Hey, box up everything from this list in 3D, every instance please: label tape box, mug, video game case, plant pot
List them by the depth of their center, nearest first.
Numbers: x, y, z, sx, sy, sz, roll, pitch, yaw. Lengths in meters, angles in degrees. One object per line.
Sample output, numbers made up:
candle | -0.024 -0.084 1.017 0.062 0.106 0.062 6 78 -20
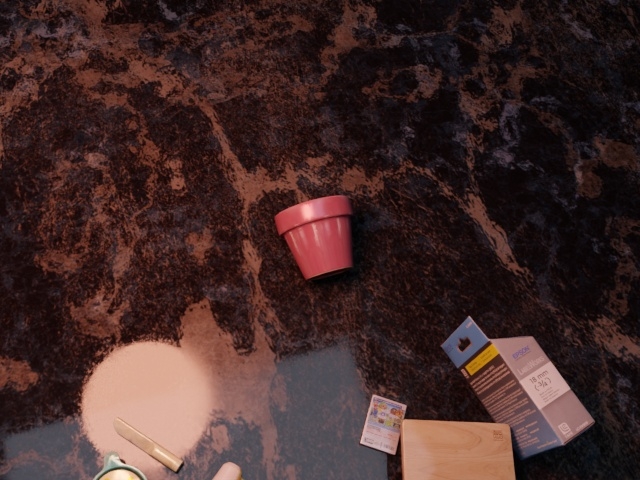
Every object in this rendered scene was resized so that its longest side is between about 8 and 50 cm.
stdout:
mug | -0.204 0.536 1.468 0.062 0.078 0.064 4 48 31
label tape box | 0.451 0.330 1.551 0.105 0.241 0.334 -27 71 -19
video game case | 0.152 0.442 1.582 0.087 0.011 0.122 18 63 2
plant pot | 0.000 0.000 1.688 0.201 0.201 0.180 -13 82 -14

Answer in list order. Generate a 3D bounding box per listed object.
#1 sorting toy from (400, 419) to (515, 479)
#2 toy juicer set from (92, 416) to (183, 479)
sorting toy | 0.307 0.553 1.506 0.257 0.089 0.256 4 64 -6
toy juicer set | -0.393 0.555 1.405 0.209 0.089 0.329 12 63 -2
